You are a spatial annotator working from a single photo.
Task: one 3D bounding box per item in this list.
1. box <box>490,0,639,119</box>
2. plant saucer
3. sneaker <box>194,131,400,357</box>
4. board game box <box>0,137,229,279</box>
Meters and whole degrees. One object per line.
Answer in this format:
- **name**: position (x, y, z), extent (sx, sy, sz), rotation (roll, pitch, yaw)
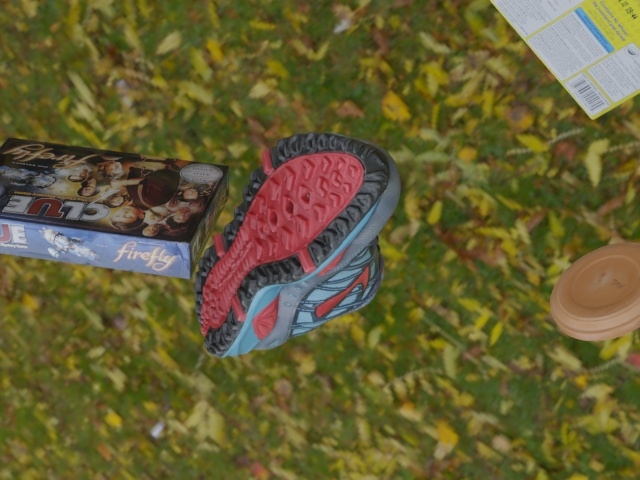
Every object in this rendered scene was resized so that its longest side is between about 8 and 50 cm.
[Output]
- **box**: position (0.187, -0.149, 0.601), extent (0.179, 0.043, 0.105), rotation (-29, 124, 30)
- **plant saucer**: position (0.191, 0.031, 0.780), extent (0.083, 0.083, 0.013), rotation (-4, 134, 40)
- **sneaker**: position (0.000, 0.000, 0.883), extent (0.262, 0.125, 0.104), rotation (-44, 55, 51)
- **board game box**: position (-0.228, -0.036, 1.180), extent (0.243, 0.165, 0.042), rotation (7, 122, 6)
